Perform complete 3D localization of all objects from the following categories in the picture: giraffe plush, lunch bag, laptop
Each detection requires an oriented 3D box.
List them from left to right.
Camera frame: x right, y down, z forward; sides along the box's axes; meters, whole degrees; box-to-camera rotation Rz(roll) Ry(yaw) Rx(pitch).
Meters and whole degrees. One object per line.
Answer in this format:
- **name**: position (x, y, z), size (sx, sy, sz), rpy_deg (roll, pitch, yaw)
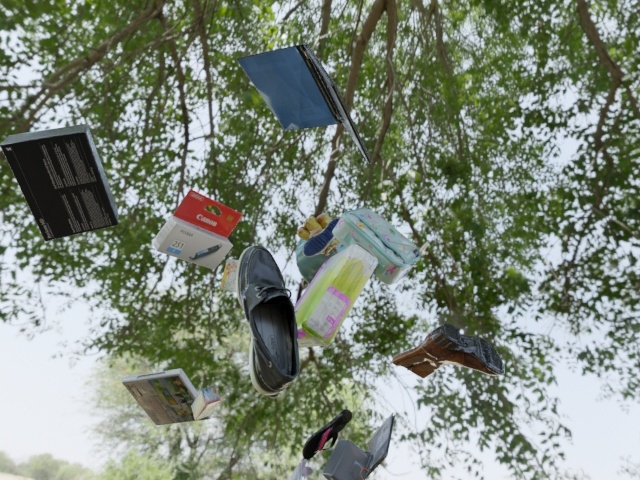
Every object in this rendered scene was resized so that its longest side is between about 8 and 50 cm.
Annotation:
- **laptop**: position (-0.052, -0.453, 1.456), size (0.236, 0.408, 0.382), rpy_deg (-31, -35, 8)
- **giraffe plush**: position (0.000, 0.000, 1.761), size (0.210, 0.170, 0.181), rpy_deg (42, -77, -2)
- **lunch bag**: position (0.185, 0.012, 1.340), size (0.279, 0.224, 0.108), rpy_deg (42, -64, 19)

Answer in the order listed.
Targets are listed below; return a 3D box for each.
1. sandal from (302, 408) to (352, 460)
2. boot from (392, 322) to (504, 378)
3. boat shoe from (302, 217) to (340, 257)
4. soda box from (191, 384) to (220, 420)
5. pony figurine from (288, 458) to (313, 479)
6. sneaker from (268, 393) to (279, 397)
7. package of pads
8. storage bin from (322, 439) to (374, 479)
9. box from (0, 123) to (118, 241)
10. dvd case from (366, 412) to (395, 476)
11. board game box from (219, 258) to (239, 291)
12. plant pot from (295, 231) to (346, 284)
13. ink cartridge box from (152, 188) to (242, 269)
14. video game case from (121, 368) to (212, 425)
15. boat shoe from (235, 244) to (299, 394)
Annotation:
- **sandal**: position (0.022, 0.540, 1.140), size (0.040, 0.179, 0.067), rpy_deg (41, -12, 49)
- **boot**: position (0.414, 0.408, 1.359), size (0.263, 0.096, 0.280), rpy_deg (24, -45, -11)
- **boat shoe**: position (0.013, 0.001, 1.493), size (0.066, 0.183, 0.066), rpy_deg (47, -11, 15)
- **soda box**: position (-0.435, 0.614, 1.563), size (0.058, 0.063, 0.183), rpy_deg (-7, -34, -37)
- **pony figurine**: position (-0.053, 0.695, 0.863), size (0.363, 0.303, 0.351), rpy_deg (17, 3, 18)
- **sneaker**: position (-0.124, 0.390, 1.202), size (0.063, 0.171, 0.074), rpy_deg (3, 16, -33)
- **package of pads**: position (0.022, 0.157, 1.170), size (0.101, 0.297, 0.229), rpy_deg (38, -25, -7)
- **storage bin**: position (0.074, 0.627, 1.147), size (0.091, 0.135, 0.098), rpy_deg (45, -38, -11)
- **box**: position (-0.660, -0.150, 1.075), size (0.184, 0.103, 0.262), rpy_deg (-16, -58, -20)
- **dvd case**: position (0.209, 0.749, 1.510), size (0.018, 0.221, 0.165), rpy_deg (35, -68, 6)
- **board game box**: position (-0.425, 0.171, 2.016), size (0.103, 0.154, 0.026), rpy_deg (6, -15, 27)
- **plant pot**: position (0.051, 0.076, 2.018), size (0.290, 0.291, 0.195), rpy_deg (34, -32, -29)
- **ink cartridge box**: position (-0.468, -0.034, 1.649), size (0.261, 0.066, 0.296), rpy_deg (-52, -37, 8)
- **video game case**: position (-0.700, 0.726, 1.905), size (0.299, 0.036, 0.329), rpy_deg (-12, -60, 13)
- **boat shoe**: position (-0.108, 0.155, 0.914), size (0.127, 0.341, 0.113), rpy_deg (10, -29, -31)
